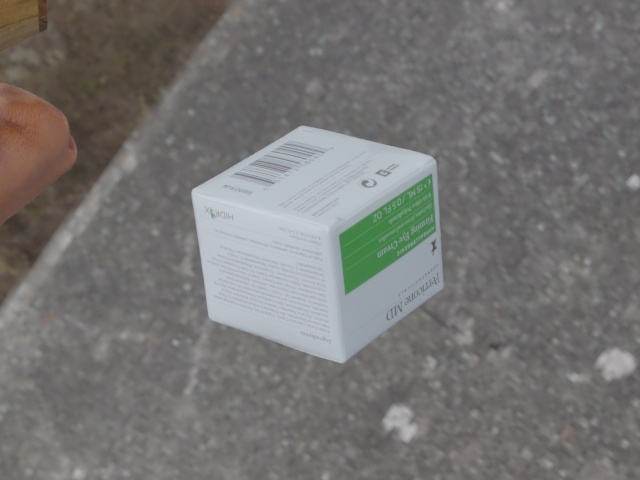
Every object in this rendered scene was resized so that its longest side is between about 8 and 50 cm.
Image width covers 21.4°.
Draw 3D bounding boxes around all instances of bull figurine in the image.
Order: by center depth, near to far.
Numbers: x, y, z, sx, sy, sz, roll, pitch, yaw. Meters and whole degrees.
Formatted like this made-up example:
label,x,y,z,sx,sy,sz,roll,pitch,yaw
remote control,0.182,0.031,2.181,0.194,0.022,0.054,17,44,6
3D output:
label,x,y,z,sx,sy,sz,roll,pitch,yaw
bull figurine,-0.285,-0.039,1.135,0.101,0.188,0.310,-60,-5,29

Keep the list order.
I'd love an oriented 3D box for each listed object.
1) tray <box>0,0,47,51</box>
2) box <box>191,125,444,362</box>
label,x,y,z,sx,sy,sz,roll,pitch,yaw
tray,-0.477,-0.246,1.575,0.411,0.076,0.203,19,34,28
box,0.000,0.000,0.949,0.102,0.087,0.101,17,35,35
